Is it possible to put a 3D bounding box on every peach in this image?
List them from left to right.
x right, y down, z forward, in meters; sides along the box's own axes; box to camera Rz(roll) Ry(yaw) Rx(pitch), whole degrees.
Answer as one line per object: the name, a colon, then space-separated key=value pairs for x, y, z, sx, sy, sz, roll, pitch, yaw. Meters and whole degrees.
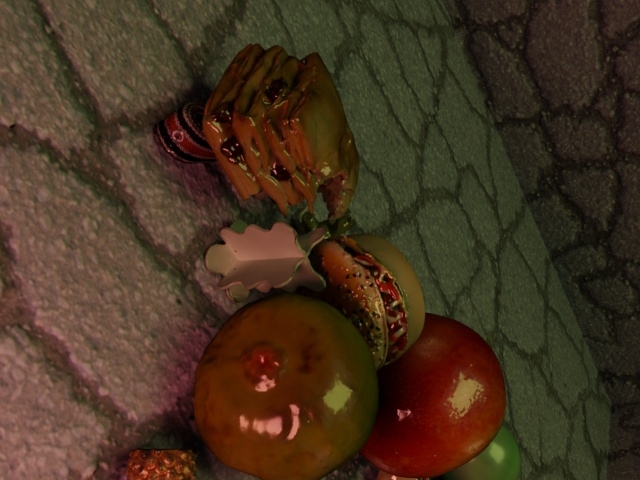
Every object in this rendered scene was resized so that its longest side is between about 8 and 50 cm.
peach: x=0.215 y=0.349 z=1.594 sx=0.388 sy=0.389 sz=0.387 roll=26 pitch=58 yaw=-50

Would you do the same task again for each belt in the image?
belt: x=-0.174 y=-0.180 z=1.434 sx=0.360 sy=0.094 sz=0.126 roll=22 pitch=57 yaw=-54

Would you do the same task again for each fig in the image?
fig: x=-0.047 y=0.269 z=1.262 sx=0.343 sy=0.344 sz=0.343 roll=26 pitch=58 yaw=-50

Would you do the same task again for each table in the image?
table: x=-0.092 y=0.035 z=1.360 sx=0.167 sy=0.198 sz=0.166 roll=6 pitch=82 yaw=-47

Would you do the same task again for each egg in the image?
egg: x=0.434 y=0.599 z=1.957 sx=0.269 sy=0.221 sz=0.220 roll=61 pitch=36 yaw=-31

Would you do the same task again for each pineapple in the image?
pineapple: x=-0.239 y=0.457 z=1.079 sx=0.130 sy=0.119 sz=0.277 roll=21 pitch=62 yaw=-45

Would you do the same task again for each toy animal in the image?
toy animal: x=0.000 y=0.000 z=1.613 sx=0.218 sy=0.103 sz=0.101 roll=-55 pitch=148 yaw=-29

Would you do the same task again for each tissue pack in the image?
tissue pack: x=-0.026 y=-0.020 z=1.663 sx=0.056 sy=0.023 sz=0.108 roll=-50 pitch=121 yaw=-50

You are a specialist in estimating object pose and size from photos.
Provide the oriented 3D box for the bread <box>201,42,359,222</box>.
bread: x=-0.039 y=-0.191 z=1.383 sx=0.370 sy=0.192 sz=0.314 roll=52 pitch=34 yaw=-33

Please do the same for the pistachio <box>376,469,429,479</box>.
pistachio: x=0.210 y=0.619 z=1.678 sx=0.157 sy=0.157 sz=0.229 roll=-21 pitch=84 yaw=-57

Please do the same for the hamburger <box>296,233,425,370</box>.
hamburger: x=0.066 y=0.123 z=1.435 sx=0.176 sy=0.300 sz=0.300 roll=-21 pitch=97 yaw=-33
